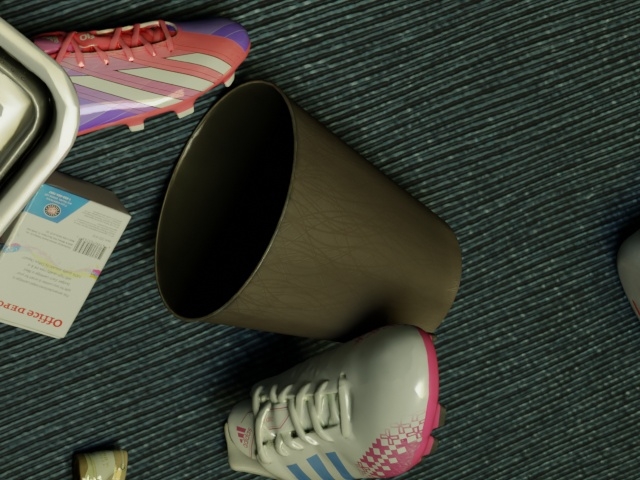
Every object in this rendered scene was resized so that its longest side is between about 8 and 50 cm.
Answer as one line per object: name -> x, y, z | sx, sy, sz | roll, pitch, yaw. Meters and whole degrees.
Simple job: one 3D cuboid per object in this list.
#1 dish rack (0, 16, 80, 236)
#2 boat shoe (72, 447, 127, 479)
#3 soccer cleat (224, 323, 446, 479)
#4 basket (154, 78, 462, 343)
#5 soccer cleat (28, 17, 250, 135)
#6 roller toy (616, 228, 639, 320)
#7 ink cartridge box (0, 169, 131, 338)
dish rack -> -0.366, -0.062, 1.194 | 0.285, 0.072, 0.333 | 38, 96, -17
boat shoe -> -0.194, 0.257, 1.519 | 0.048, 0.056, 0.153 | -10, 114, -17
soccer cleat -> 0.002, 0.154, 1.431 | 0.143, 0.116, 0.331 | 1, 161, -15
basket -> 0.000, 0.000, 1.412 | 0.227, 0.154, 0.204 | 23, 79, -41
soccer cleat -> -0.172, -0.130, 1.292 | 0.248, 0.083, 0.095 | -23, 121, -11
roller toy -> 0.391, 0.045, 1.616 | 0.146, 0.209, 0.191 | -34, 166, -6
ink cartridge box -> -0.224, 0.008, 1.359 | 0.088, 0.052, 0.122 | 22, 105, -35
